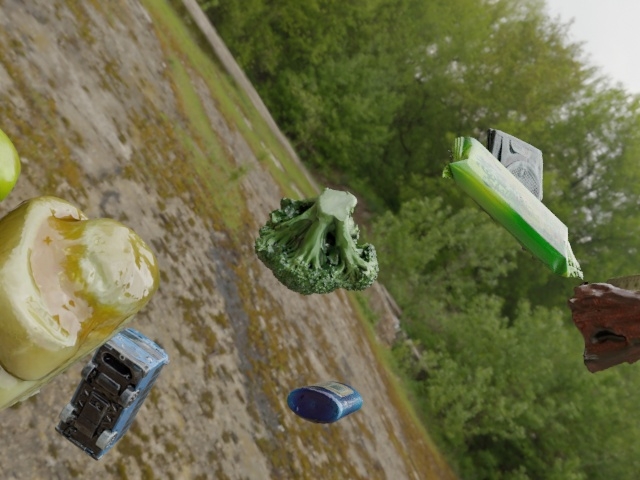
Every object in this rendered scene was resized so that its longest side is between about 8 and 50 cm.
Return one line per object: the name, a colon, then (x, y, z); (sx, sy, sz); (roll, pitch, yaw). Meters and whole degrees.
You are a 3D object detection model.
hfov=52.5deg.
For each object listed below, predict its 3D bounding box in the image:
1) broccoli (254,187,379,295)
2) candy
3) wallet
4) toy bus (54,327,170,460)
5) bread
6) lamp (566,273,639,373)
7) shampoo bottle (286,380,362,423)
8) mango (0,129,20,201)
broccoli: (0.000, 0.000, 1.329); (0.242, 0.261, 0.269); (105, 2, -50)
candy: (0.203, -0.036, 0.679); (0.178, 0.032, 0.102); (42, 32, -4)
wallet: (0.272, -0.099, 0.900); (0.129, 0.026, 0.088); (11, 81, -41)
toy bus: (-0.395, 0.286, 1.247); (0.116, 0.234, 0.133); (34, 19, 7)
bread: (-0.373, 0.077, 0.800); (0.210, 0.341, 0.300); (55, 20, -3)
lamp: (0.308, 0.009, 0.455); (0.215, 0.223, 0.151); (127, -45, -73)
shampoo bottle: (0.013, 0.252, 1.022); (0.183, 0.087, 0.050); (27, 74, -72)
mango: (-0.435, -0.115, 0.790); (0.163, 0.089, 0.117); (57, 25, 12)
